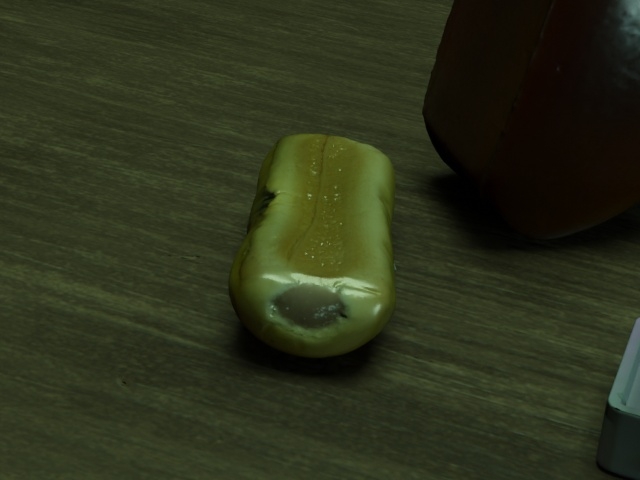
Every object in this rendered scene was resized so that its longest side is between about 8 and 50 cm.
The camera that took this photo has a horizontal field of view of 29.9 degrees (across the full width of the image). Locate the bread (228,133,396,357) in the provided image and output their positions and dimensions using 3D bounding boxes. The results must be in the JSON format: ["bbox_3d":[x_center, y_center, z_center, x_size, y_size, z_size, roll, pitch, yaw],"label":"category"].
[{"bbox_3d":[0.000,0.000,1.092,0.141,0.091,0.305,12,29,-2],"label":"bread"}]

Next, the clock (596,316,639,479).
[{"bbox_3d":[0.323,0.141,0.919,0.197,0.063,0.150,15,31,18],"label":"clock"}]

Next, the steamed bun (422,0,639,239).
[{"bbox_3d":[0.273,-0.197,1.203,0.248,0.379,0.235,5,28,-22],"label":"steamed bun"}]
